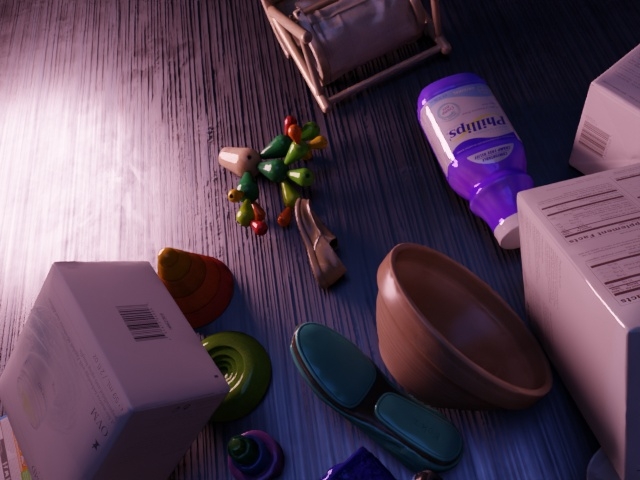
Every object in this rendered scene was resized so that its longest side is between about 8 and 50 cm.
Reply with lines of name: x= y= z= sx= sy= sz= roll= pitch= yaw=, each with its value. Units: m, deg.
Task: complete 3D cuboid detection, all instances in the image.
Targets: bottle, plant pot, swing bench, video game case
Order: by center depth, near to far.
plant pot: x=0.149 y=0.122 z=0.723 sx=0.110 sy=0.237 sz=0.237 roll=-54 pitch=57 yaw=24
video game case: x=-0.409 y=0.288 z=0.829 sx=0.166 sy=0.015 sz=0.119 roll=-28 pitch=58 yaw=-5
bottle: x=0.237 y=-0.120 z=0.885 sx=0.118 sy=0.092 sz=0.283 roll=-17 pitch=58 yaw=0
swing bench: x=0.053 y=-0.403 z=1.051 sx=0.253 sy=0.165 sz=0.255 roll=-26 pitch=53 yaw=-3

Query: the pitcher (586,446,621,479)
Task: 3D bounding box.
pitcher: x=0.409 y=0.230 z=0.638 sx=0.207 sy=0.126 sz=0.178 roll=12 pitch=56 yaw=31

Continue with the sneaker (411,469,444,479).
sneaker: x=0.179 y=0.307 z=0.633 sx=0.188 sy=0.067 sz=0.078 roll=36 pitch=114 yaw=25

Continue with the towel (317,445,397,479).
towel: x=0.065 y=0.400 z=0.630 sx=0.227 sy=0.076 sz=0.308 roll=-42 pitch=61 yaw=-12

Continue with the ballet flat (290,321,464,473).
ballet flat: x=0.056 y=0.200 z=0.735 sx=0.247 sy=0.087 sz=0.083 roll=35 pitch=53 yaw=15

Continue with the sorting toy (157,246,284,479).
sorting toy: x=-0.150 y=0.140 z=0.797 sx=0.127 sy=0.126 sz=0.366 roll=-26 pitch=58 yaw=-4

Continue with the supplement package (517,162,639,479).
supplement package: x=0.352 y=0.067 z=0.634 sx=0.197 sy=0.200 sz=0.263 roll=-14 pitch=30 yaw=4

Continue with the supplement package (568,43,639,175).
supplement package: x=0.518 y=-0.191 z=0.818 sx=0.292 sy=0.178 sz=0.175 roll=-37 pitch=60 yaw=-11

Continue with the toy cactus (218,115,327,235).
toy cactus: x=-0.093 y=-0.117 z=0.958 sx=0.180 sy=0.112 sz=0.219 roll=18 pitch=74 yaw=31

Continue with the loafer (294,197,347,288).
loafer: x=0.000 y=0.000 z=0.890 sx=0.050 sy=0.056 sz=0.148 roll=-18 pitch=68 yaw=0

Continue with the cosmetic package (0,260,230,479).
cosmetic package: x=-0.262 y=0.180 z=0.731 sx=0.224 sy=0.138 sz=0.225 roll=48 pitch=118 yaw=30
